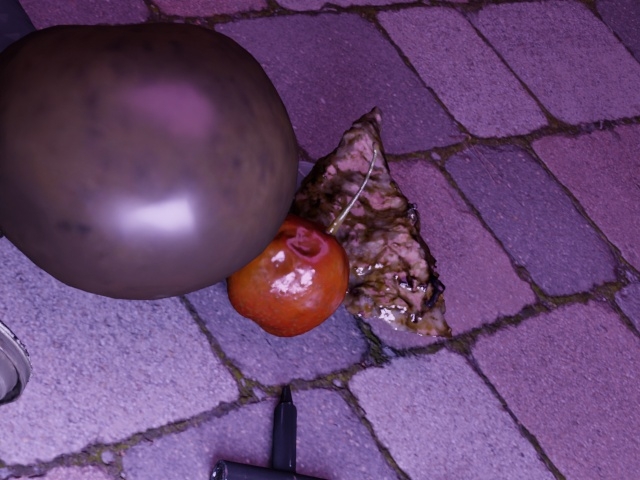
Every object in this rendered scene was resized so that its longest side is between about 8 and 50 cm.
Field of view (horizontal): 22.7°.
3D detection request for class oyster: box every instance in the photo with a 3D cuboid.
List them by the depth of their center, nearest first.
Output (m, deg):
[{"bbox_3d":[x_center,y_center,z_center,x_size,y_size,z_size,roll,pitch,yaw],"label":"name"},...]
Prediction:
[{"bbox_3d":[0.059,-0.027,2.219,0.204,0.111,0.396,-2,55,-30],"label":"oyster"}]

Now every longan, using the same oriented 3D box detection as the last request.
[{"bbox_3d":[-0.224,-0.103,1.947,0.405,0.336,0.404,10,52,-12],"label":"longan"}]

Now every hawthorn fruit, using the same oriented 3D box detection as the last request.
[{"bbox_3d":[0.000,0.000,2.069,0.165,0.285,0.165,44,16,-16],"label":"hawthorn fruit"}]

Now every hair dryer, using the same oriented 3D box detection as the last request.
[{"bbox_3d":[-0.061,0.246,1.951,0.173,0.050,0.194,16,37,-28],"label":"hair dryer"}]

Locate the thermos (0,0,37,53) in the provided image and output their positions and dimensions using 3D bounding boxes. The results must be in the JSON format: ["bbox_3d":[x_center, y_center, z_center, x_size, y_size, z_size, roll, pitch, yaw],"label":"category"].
[{"bbox_3d":[-0.459,-0.287,2.131,0.286,0.145,0.182,58,9,28],"label":"thermos"}]

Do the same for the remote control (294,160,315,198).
[{"bbox_3d":[0.029,-0.015,2.302,0.104,0.052,0.247,-21,65,-48],"label":"remote control"}]

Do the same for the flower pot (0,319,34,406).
[{"bbox_3d":[-0.426,0.140,1.645,0.235,0.235,0.140,30,61,-10],"label":"flower pot"}]
